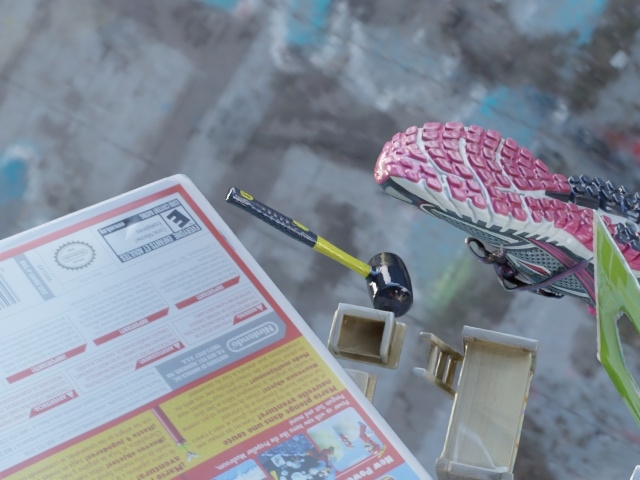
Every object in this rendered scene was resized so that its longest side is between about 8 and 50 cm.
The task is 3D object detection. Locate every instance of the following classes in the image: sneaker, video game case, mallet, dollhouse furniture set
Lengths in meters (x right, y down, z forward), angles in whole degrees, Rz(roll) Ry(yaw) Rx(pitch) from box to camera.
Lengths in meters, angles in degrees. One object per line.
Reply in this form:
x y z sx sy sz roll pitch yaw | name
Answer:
0.179 -0.009 1.660 0.112 0.299 0.121 -54 25 33 | sneaker
-0.066 0.103 0.871 0.285 0.204 0.025 50 140 21 | video game case
0.000 0.000 1.584 0.039 0.189 0.062 -52 14 21 | mallet
0.071 0.158 1.396 0.161 0.101 0.182 11 76 9 | dollhouse furniture set

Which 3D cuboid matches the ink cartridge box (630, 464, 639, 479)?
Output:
0.361 0.268 1.524 0.208 0.153 0.087 18 84 30 | ink cartridge box

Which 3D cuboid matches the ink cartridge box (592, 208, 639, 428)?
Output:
0.213 0.103 0.747 0.097 0.189 0.255 -28 66 -2 | ink cartridge box
